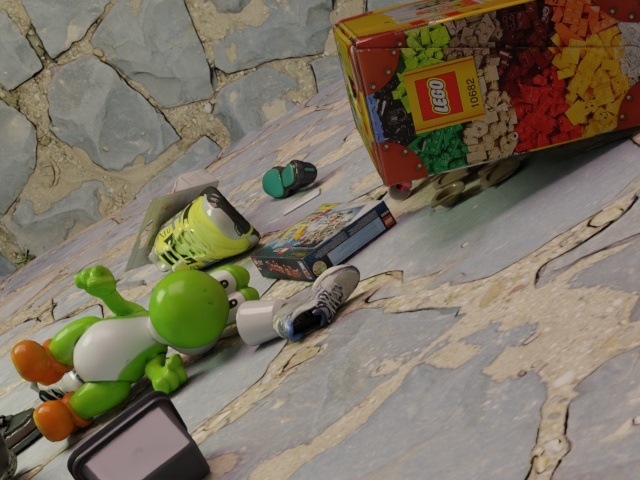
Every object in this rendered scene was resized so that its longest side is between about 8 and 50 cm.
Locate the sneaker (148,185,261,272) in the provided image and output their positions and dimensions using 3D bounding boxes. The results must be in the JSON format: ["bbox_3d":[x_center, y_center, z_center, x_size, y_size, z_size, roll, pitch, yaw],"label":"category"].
[{"bbox_3d":[-0.223,0.002,2.236,0.147,0.145,0.384,-44,5,-16],"label":"sneaker"}]

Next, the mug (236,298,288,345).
[{"bbox_3d":[-0.067,0.102,1.612,0.064,0.062,0.078,-15,27,32],"label":"mug"}]

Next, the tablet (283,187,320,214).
[{"bbox_3d":[-0.037,-0.077,2.332,0.083,0.006,0.054,-30,13,8],"label":"tablet"}]

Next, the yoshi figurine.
[{"bbox_3d":[-0.265,0.136,1.702,0.362,0.203,0.203,-29,29,5],"label":"yoshi figurine"}]

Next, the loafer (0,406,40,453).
[{"bbox_3d":[-0.560,0.329,1.867,0.267,0.084,0.096,-31,12,5],"label":"loafer"}]

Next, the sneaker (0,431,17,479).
[{"bbox_3d":[-0.596,0.393,1.677,0.410,0.158,0.182,-27,-21,0],"label":"sneaker"}]

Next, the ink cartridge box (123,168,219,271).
[{"bbox_3d":[-0.313,-0.042,2.415,0.224,0.056,0.181,-19,-41,-54],"label":"ink cartridge box"}]

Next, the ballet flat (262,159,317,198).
[{"bbox_3d":[-0.058,-0.127,2.454,0.074,0.074,0.203,-37,7,-21],"label":"ballet flat"}]

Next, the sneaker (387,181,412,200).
[{"bbox_3d":[0.136,-0.120,1.915,0.057,0.047,0.119,103,-170,-86],"label":"sneaker"}]

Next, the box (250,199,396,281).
[{"bbox_3d":[0.000,0.000,1.864,0.159,0.044,0.233,-36,13,-18],"label":"box"}]

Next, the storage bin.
[{"bbox_3d":[-0.189,0.250,1.301,0.135,0.098,0.091,-36,41,-17],"label":"storage bin"}]

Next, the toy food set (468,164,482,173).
[{"bbox_3d":[0.222,-0.146,1.895,0.132,0.038,0.192,-36,13,-17],"label":"toy food set"}]

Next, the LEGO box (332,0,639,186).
[{"bbox_3d":[0.226,-0.254,1.729,0.372,0.193,0.500,-14,14,2],"label":"LEGO box"}]

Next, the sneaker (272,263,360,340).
[{"bbox_3d":[0.003,0.086,1.547,0.135,0.052,0.058,-41,23,-5],"label":"sneaker"}]

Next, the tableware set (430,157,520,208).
[{"bbox_3d":[0.222,-0.101,1.740,0.141,0.020,0.169,-31,19,15],"label":"tableware set"}]

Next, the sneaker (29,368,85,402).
[{"bbox_3d":[-0.408,0.231,1.924,0.237,0.085,0.086,3,65,62],"label":"sneaker"}]
